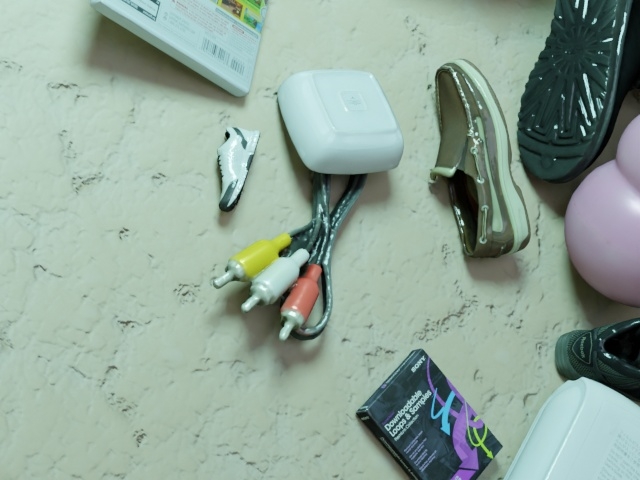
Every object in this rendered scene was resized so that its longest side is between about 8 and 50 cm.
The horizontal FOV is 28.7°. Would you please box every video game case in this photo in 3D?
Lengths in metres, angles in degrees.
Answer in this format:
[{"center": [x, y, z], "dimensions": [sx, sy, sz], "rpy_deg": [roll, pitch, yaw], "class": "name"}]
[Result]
[{"center": [-0.150, -0.306, 1.447], "dimensions": [0.227, 0.026, 0.206], "rpy_deg": [28, 63, -39], "class": "video game case"}]

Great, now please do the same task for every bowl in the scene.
[{"center": [0.029, -0.151, 1.500], "dimensions": [0.142, 0.053, 0.142], "rpy_deg": [-5, 58, -29], "class": "bowl"}]

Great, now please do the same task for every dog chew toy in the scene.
[{"center": [0.448, -0.077, 1.571], "dimensions": [0.207, 0.332, 0.206], "rpy_deg": [19, 29, -11], "class": "dog chew toy"}]

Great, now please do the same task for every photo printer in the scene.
[{"center": [0.336, 0.340, 1.523], "dimensions": [0.256, 0.107, 0.307], "rpy_deg": [41, 61, -13], "class": "photo printer"}]

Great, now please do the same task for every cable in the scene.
[{"center": [0.000, 0.000, 1.453], "dimensions": [0.139, 0.072, 0.287], "rpy_deg": [42, 61, -8], "class": "cable"}]

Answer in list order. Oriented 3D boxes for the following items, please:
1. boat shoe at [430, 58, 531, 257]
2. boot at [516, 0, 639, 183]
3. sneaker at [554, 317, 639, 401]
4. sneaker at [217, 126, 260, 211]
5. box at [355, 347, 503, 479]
[{"center": [0.184, -0.101, 1.573], "dimensions": [0.095, 0.095, 0.257], "rpy_deg": [-16, 85, -25], "class": "boat shoe"}, {"center": [0.421, -0.215, 1.713], "dimensions": [0.260, 0.131, 0.348], "rpy_deg": [22, 85, -42], "class": "boot"}, {"center": [0.429, 0.156, 1.614], "dimensions": [0.227, 0.130, 0.087], "rpy_deg": [16, 71, -26], "class": "sneaker"}, {"center": [-0.104, -0.083, 1.447], "dimensions": [0.044, 0.040, 0.109], "rpy_deg": [17, 64, -6], "class": "sneaker"}, {"center": [0.131, 0.225, 1.489], "dimensions": [0.162, 0.029, 0.116], "rpy_deg": [49, 60, -7], "class": "box"}]
